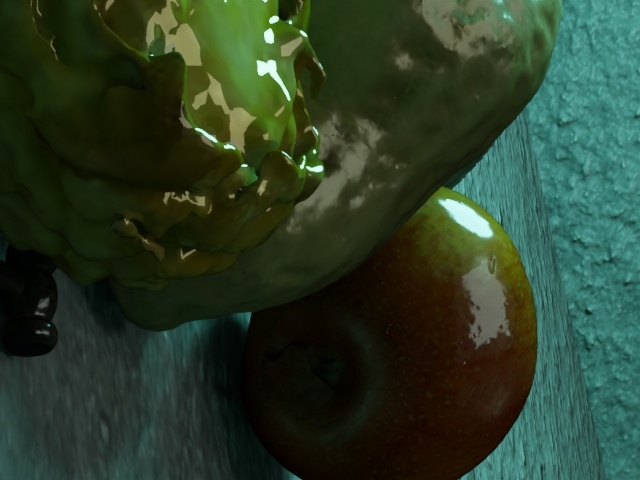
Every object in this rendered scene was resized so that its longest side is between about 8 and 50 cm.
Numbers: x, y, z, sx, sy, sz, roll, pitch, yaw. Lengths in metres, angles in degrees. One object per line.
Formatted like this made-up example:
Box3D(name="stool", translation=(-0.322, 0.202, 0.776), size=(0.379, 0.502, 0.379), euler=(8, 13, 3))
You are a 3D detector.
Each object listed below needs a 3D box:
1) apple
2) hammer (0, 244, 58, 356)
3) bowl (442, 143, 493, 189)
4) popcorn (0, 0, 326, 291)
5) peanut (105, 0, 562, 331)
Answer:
Box3D(name="apple", translation=(0.042, 0.075, 1.124), size=(0.173, 0.210, 0.234), euler=(-23, 121, -50))
Box3D(name="hammer", translation=(-0.197, -0.023, 0.714), size=(0.292, 0.029, 0.058), euler=(48, 31, -58))
Box3D(name="bowl", translation=(0.014, -0.179, 1.218), size=(0.157, 0.337, 0.337), euler=(40, -14, 40))
Box3D(name="popcorn", translation=(-0.098, -0.096, 0.787), size=(0.250, 0.190, 0.250), euler=(-15, 90, -82))
Box3D(name="peanut", translation=(0.011, -0.087, 0.998), size=(0.387, 0.169, 0.192), euler=(-45, 161, -24))
